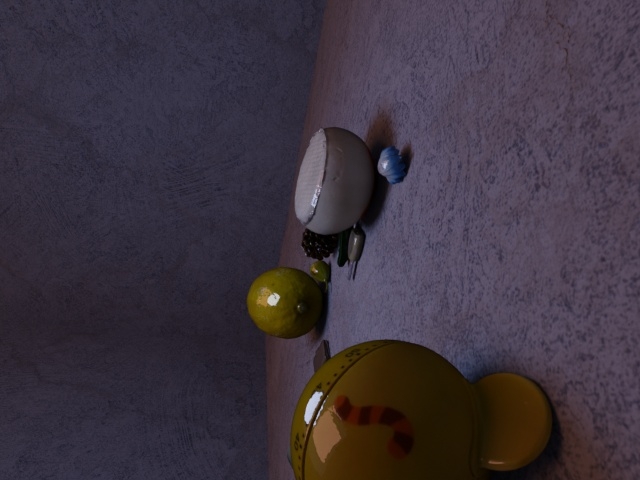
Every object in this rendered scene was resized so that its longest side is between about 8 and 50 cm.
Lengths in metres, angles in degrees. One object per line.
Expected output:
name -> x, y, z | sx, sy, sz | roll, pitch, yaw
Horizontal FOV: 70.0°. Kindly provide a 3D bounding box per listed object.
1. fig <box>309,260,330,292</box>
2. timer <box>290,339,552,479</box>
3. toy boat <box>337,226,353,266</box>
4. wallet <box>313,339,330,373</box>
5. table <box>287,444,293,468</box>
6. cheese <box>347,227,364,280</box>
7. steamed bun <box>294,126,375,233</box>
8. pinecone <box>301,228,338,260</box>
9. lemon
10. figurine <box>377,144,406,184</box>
fig -> 0.009, 0.171, 2.068 | 0.093, 0.093, 0.166 | 116, 139, -58
timer -> 0.141, 0.349, 0.748 | 0.387, 0.376, 0.376 | 10, 94, 54
toy boat -> 0.095, 0.008, 1.732 | 0.104, 0.052, 0.210 | -49, -31, -56
wallet -> 0.005, 0.512, 1.971 | 0.118, 0.039, 0.152 | -102, 25, -51
table -> -0.057, 0.888, 1.842 | 0.220, 0.126, 0.126 | 144, 131, -73
cheese -> 0.120, 0.055, 1.668 | 0.097, 0.037, 0.192 | -110, 28, -71
steamed bun -> 0.061, -0.196, 1.578 | 0.374, 0.241, 0.374 | -168, 90, -77
pinecone -> 0.004, -0.007, 1.982 | 0.165, 0.163, 0.163 | 133, 143, -54
lemon -> -0.143, 0.291, 2.110 | 0.364, 0.364, 0.364 | -173, 90, -78
figurine -> 0.209, -0.221, 1.311 | 0.114, 0.079, 0.114 | 173, 90, -66
